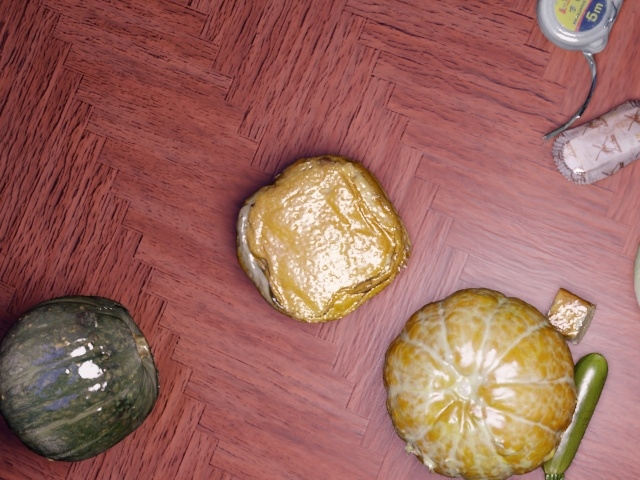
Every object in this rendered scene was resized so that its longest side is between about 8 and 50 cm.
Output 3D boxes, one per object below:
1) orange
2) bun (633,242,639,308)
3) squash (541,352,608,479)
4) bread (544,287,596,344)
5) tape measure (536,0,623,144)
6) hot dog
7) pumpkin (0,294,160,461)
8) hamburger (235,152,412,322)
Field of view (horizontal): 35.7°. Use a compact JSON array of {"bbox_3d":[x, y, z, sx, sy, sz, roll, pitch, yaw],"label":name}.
[{"bbox_3d":[0.264,0.241,1.664,0.329,0.249,0.329,-1,88,16],"label":"orange"},{"bbox_3d":[0.673,0.068,1.634,0.293,0.187,0.293,-26,44,28],"label":"bun"},{"bbox_3d":[0.430,0.309,1.718,0.066,0.066,0.252,23,89,13],"label":"squash"},{"bbox_3d":[0.433,0.133,1.736,0.070,0.077,0.083,29,90,24],"label":"bread"},{"bbox_3d":[0.435,-0.338,1.790,0.164,0.084,0.330,26,99,12],"label":"tape measure"},{"bbox_3d":[0.507,-0.171,1.760,0.191,0.059,0.108,-27,82,5],"label":"hot dog"},{"bbox_3d":[-0.427,0.234,1.761,0.258,0.327,0.291,-22,98,-1],"label":"pumpkin"},{"bbox_3d":[0.000,0.000,1.790,0.319,0.158,0.318,-1,83,10],"label":"hamburger"}]
